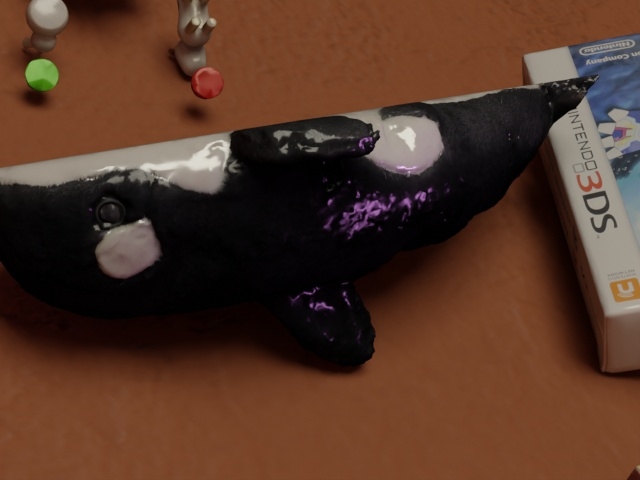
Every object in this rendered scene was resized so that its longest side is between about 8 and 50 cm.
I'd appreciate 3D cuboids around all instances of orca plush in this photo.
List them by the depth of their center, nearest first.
[{"bbox_3d":[0.000,0.000,0.623,0.151,0.102,0.287,-5,6,41],"label":"orca plush"}]

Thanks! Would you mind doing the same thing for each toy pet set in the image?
[{"bbox_3d":[-0.113,-0.115,0.706,0.122,0.065,0.114,3,79,-19],"label":"toy pet set"}]

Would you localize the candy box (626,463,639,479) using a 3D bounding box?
[{"bbox_3d":[0.207,0.110,0.598,0.187,0.053,0.109,-18,54,-40],"label":"candy box"}]

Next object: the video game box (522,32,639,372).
[{"bbox_3d":[0.212,-0.036,0.701,0.205,0.048,0.187,-11,47,2],"label":"video game box"}]
